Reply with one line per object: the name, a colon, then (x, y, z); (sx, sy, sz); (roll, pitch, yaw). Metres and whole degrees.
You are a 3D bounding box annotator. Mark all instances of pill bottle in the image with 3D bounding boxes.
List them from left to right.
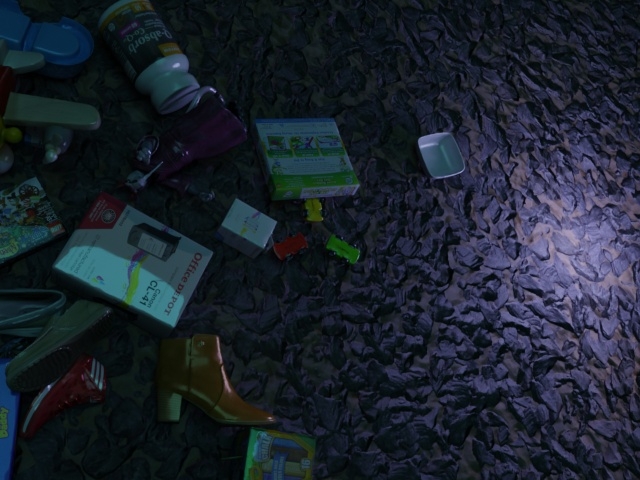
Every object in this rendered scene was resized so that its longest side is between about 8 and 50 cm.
pill bottle: (-0.446, -0.482, 1.825); (0.162, 0.162, 0.278); (-32, 86, -28)

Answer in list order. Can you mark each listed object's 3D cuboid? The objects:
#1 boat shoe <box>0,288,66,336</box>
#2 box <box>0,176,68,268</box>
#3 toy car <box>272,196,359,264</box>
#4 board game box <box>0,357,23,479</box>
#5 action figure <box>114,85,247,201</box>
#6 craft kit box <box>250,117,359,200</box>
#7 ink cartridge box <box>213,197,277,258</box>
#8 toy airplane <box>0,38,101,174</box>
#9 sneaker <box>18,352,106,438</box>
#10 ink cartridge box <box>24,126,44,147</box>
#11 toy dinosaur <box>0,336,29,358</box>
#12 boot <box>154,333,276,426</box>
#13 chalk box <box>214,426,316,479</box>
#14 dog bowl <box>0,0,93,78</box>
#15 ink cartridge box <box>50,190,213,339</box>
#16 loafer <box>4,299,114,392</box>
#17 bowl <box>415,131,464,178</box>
boat shoe: (-0.720, 0.151, 1.503); (0.320, 0.103, 0.118); (3, 47, -24)
box: (-0.730, -0.029, 1.613); (0.233, 0.044, 0.159); (-30, 85, -28)
toy car: (0.000, 0.000, 1.898); (0.225, 0.053, 0.239); (32, 64, -10)
board game box: (-0.747, 0.415, 1.423); (0.233, 0.078, 0.347); (5, 70, -17)
action figure: (-0.370, -0.245, 1.757); (0.370, 0.248, 0.275); (-35, 51, -5)
craft kit box: (-0.045, -0.231, 1.930); (0.250, 0.061, 0.246); (-5, 57, -23)
ink cartridge box: (-0.188, -0.025, 1.808); (0.143, 0.092, 0.090); (30, 62, -12)
toy airplane: (-0.764, -0.286, 1.600); (0.386, 0.272, 0.384); (32, 43, 32)
sneaker: (-0.550, 0.352, 1.529); (0.128, 0.087, 0.221); (32, 64, -8)
ink cartridge box: (-0.684, -0.254, 1.721); (0.083, 0.028, 0.048); (9, 69, -19)
toy dinosaur: (-0.692, 0.239, 1.549); (0.082, 0.047, 0.090); (-7, 41, -15)
boot: (-0.242, 0.331, 1.652); (0.295, 0.104, 0.211); (8, 69, -15)
chalk box: (-0.134, 0.510, 1.617); (0.213, 0.132, 0.132); (15, 67, -18)
dog bowl: (-0.728, -0.502, 1.753); (0.297, 0.074, 0.166); (14, 55, -17)
ink cartridge box: (-0.443, 0.060, 1.652); (0.306, 0.131, 0.226); (28, 63, -9)
loafer: (-0.570, 0.222, 1.503); (0.092, 0.102, 0.268); (29, 44, 22)
bowl: (0.360, -0.253, 2.135); (0.142, 0.053, 0.142); (-14, 77, -26)
